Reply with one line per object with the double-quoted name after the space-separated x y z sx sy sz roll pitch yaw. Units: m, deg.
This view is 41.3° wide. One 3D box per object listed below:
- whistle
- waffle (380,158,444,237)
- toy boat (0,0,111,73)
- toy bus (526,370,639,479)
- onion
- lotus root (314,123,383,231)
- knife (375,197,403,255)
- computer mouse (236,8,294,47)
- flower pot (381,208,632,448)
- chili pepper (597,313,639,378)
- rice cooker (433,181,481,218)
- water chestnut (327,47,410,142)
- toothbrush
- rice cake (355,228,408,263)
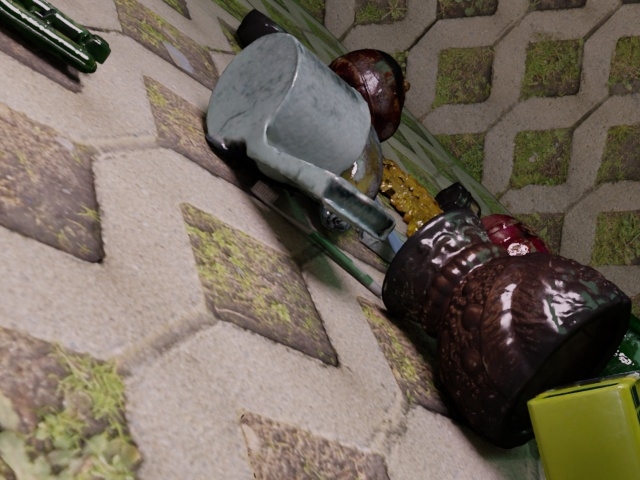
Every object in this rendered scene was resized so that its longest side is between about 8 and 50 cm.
-0.036 -0.131 1.209 0.168 0.188 0.404 34 30 -40 "whistle"
0.192 -0.089 1.836 0.293 0.069 0.260 53 19 22 "waffle"
-0.344 -0.271 1.002 0.210 0.052 0.104 36 21 -30 "toy boat"
0.332 0.292 0.967 0.150 0.128 0.262 6 69 -63 "toy bus"
0.375 0.060 1.704 0.246 0.190 0.246 59 2 -4 "onion"
0.037 -0.129 1.388 0.322 0.140 0.158 -106 -176 -51 "lotus root"
0.109 -0.043 1.470 0.044 0.019 0.313 43 15 -32 "knife"
-0.124 -0.452 1.920 0.137 0.086 0.269 36 9 -10 "computer mouse"
0.239 0.103 1.174 0.267 0.266 0.266 42 12 32 "flower pot"
0.471 0.211 1.499 0.257 0.233 0.248 45 11 22 "chili pepper"
0.317 -0.072 2.014 0.106 0.112 0.165 45 15 -20 "rice cooker"
0.083 -0.328 1.967 0.223 0.238 0.223 45 -26 29 "water chestnut"
0.000 0.000 1.231 0.257 0.024 0.018 41 16 -17 "toothbrush"
0.147 0.020 1.502 0.211 0.038 0.124 38 18 -21 "rice cake"
